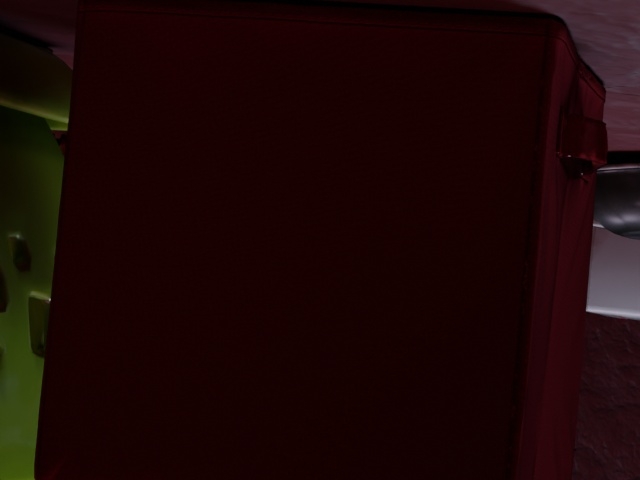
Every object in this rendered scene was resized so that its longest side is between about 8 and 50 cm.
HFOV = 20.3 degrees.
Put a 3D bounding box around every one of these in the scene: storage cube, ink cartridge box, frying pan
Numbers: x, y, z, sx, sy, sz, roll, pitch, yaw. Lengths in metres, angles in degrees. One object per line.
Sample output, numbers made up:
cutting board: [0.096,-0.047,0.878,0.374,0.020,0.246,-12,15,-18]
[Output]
storage cube: [0.007,0.013,0.742,0.215,0.193,0.184,4,177,15]
ink cartridge box: [0.341,0.030,1.522,0.218,0.092,0.158,7,178,17]
frying pan: [0.191,-0.027,1.131,0.326,0.053,0.197,2,176,13]

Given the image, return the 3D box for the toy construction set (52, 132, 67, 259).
toy construction set: [-0.072,-0.007,1.184,0.215,0.151,0.328,-10,-172,-43]

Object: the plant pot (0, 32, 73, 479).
plant pot: [-0.229,-0.001,0.804,0.227,0.207,0.228,4,177,20]
